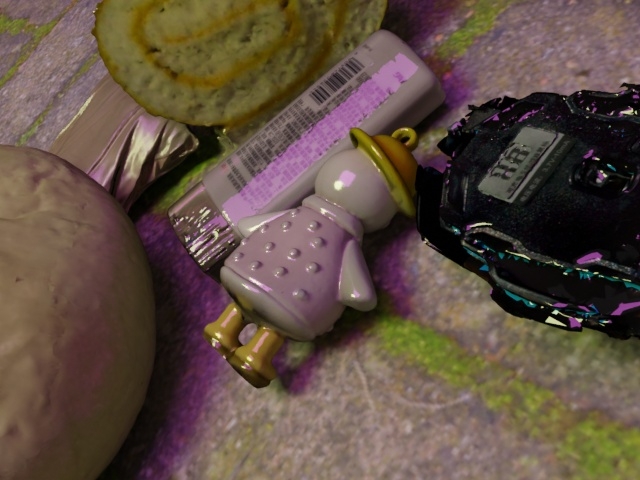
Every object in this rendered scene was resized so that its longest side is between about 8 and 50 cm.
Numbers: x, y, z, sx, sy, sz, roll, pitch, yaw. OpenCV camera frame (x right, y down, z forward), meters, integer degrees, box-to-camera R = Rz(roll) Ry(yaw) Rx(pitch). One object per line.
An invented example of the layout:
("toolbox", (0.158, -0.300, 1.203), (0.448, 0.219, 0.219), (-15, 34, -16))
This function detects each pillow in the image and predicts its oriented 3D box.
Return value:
("pillow", (-0.227, -0.047, 0.714), (0.270, 0.067, 0.173), (-50, 49, -4))

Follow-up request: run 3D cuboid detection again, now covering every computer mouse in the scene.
("computer mouse", (0.147, -0.012, 0.421), (0.146, 0.077, 0.241), (-50, 42, -8))

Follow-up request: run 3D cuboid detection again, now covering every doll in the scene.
("doll", (0.000, 0.000, 0.512), (0.129, 0.081, 0.207), (31, 76, 37))

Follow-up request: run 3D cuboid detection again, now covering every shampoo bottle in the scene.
("shampoo bottle", (-0.014, -0.066, 0.588), (0.227, 0.056, 0.086), (-40, 50, 2))

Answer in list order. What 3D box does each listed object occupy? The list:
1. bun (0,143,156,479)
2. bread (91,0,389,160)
("bun", (-0.307, 0.071, 0.544), (0.361, 0.213, 0.361), (-6, 73, 19))
("bread", (-0.053, -0.192, 0.627), (0.257, 0.186, 0.124), (-30, 29, 6))
